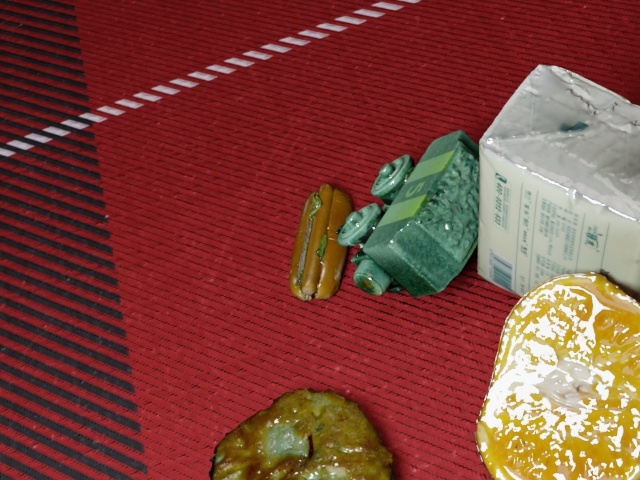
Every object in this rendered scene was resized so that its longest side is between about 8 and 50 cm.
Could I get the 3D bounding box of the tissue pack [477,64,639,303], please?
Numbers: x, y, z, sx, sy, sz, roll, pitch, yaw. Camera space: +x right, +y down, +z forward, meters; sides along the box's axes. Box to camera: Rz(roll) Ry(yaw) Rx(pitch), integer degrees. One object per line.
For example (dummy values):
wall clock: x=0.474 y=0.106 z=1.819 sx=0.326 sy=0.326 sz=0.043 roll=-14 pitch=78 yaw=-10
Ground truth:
tissue pack: x=0.396 y=-0.041 z=1.823 sx=0.297 sy=0.380 sz=0.207 roll=29 pitch=66 yaw=20

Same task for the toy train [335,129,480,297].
toy train: x=0.166 y=-0.041 z=2.021 sx=0.238 sy=0.167 sz=0.299 roll=-19 pitch=34 yaw=58

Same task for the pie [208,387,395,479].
pie: x=-0.027 y=0.379 z=1.841 sx=0.288 sy=0.103 sz=0.354 roll=-13 pitch=45 yaw=9

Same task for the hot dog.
hot dog: x=0.000 y=0.000 z=2.164 sx=0.100 sy=0.068 sz=0.249 roll=-5 pitch=50 yaw=17

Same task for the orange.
orange: x=0.359 y=0.227 z=1.727 sx=0.274 sy=0.274 sz=0.310 roll=4 pitch=54 yaw=23
